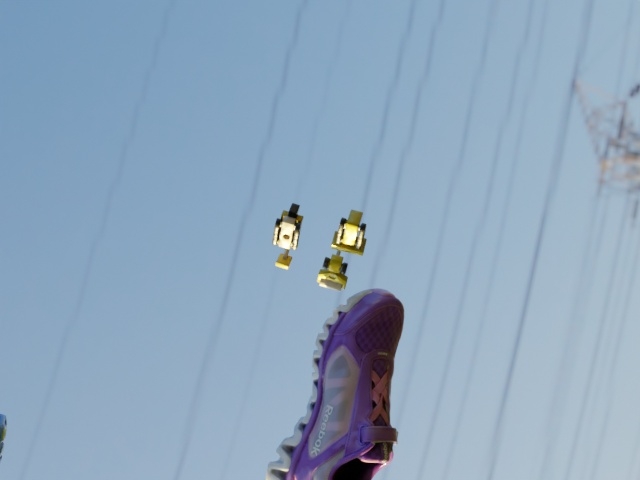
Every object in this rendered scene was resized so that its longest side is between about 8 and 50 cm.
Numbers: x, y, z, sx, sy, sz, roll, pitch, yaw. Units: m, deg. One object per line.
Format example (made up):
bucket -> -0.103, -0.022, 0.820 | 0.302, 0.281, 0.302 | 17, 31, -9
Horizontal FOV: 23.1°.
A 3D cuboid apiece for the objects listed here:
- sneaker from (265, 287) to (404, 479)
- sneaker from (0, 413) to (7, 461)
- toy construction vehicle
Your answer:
sneaker -> 0.037, 0.165, 1.498 | 0.095, 0.104, 0.236 | 16, -83, -43
sneaker -> -0.365, 0.190, 1.525 | 0.078, 0.188, 0.067 | 14, -94, -39
toy construction vehicle -> 0.000, 0.000, 1.462 | 0.098, 0.086, 0.035 | 98, -173, -48
